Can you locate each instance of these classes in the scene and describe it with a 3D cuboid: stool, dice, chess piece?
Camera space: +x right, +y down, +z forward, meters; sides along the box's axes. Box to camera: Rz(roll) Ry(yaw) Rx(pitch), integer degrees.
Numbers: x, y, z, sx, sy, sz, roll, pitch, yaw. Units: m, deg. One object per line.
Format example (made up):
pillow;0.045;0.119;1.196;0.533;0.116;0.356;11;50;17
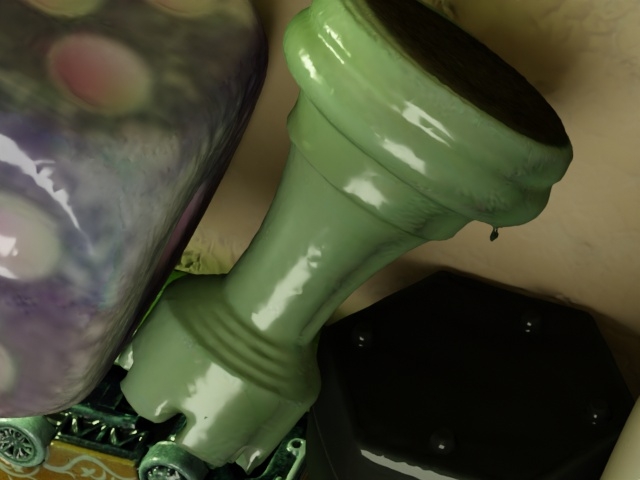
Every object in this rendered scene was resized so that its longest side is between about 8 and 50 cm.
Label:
stool;0.100;0.135;1.289;0.232;0.232;0.141;15;128;12
dice;-0.209;-0.069;1.222;0.271;0.270;0.270;29;131;1
chess piece;0.000;0.000;1.182;0.195;0.194;0.299;36;109;-6

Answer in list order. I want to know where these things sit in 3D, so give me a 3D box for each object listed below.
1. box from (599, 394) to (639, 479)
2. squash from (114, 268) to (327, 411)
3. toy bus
box;0.236;0.216;1.184;0.141;0.289;0.349;25;98;19
squash;-0.105;0.064;1.407;0.293;0.082;0.082;14;130;11
toy bus;-0.134;0.176;1.471;0.275;0.138;0.167;11;131;17
